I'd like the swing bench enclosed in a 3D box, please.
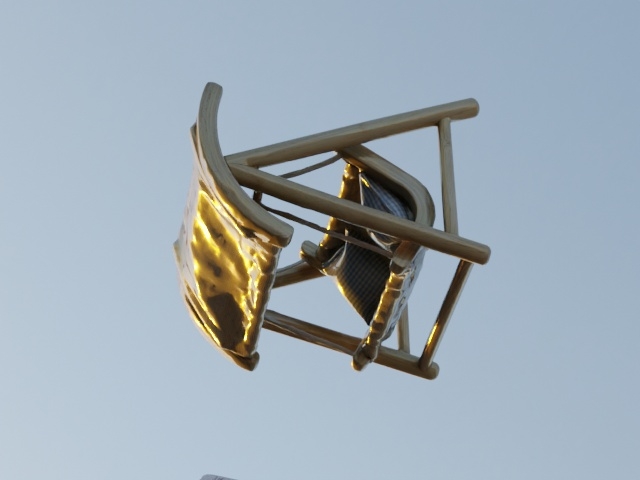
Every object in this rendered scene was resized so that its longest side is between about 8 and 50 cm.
[{"bbox_3d":[0.000,0.000,1.728,0.254,0.165,0.253,2,-30,-7],"label":"swing bench"}]

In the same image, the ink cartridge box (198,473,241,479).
[{"bbox_3d":[-0.101,0.316,1.865,0.063,0.109,0.150,6,-76,12],"label":"ink cartridge box"}]
